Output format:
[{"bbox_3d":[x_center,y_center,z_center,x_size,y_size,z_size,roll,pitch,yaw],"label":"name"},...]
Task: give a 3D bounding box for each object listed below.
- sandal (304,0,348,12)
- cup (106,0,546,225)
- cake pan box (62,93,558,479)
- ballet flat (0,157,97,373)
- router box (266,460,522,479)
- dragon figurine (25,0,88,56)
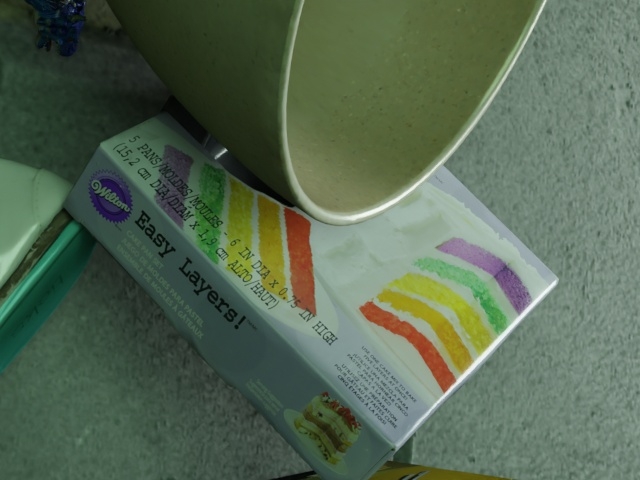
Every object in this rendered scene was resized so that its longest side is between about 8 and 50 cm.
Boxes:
[{"bbox_3d":[-0.040,-0.201,1.014,0.265,0.076,0.102,13,65,-7],"label":"sandal"},{"bbox_3d":[-0.016,-0.208,0.836,0.237,0.331,0.331,29,65,22],"label":"cup"},{"bbox_3d":[0.000,0.000,0.912,0.267,0.070,0.246,46,38,9],"label":"cake pan box"},{"bbox_3d":[-0.287,0.106,0.831,0.139,0.139,0.400,38,64,-12],"label":"ballet flat"},{"bbox_3d":[-0.045,0.204,0.835,0.309,0.243,0.081,-8,89,-25],"label":"router box"},{"bbox_3d":[-0.222,-0.227,0.869,0.144,0.289,0.085,-2,57,5],"label":"dragon figurine"}]
